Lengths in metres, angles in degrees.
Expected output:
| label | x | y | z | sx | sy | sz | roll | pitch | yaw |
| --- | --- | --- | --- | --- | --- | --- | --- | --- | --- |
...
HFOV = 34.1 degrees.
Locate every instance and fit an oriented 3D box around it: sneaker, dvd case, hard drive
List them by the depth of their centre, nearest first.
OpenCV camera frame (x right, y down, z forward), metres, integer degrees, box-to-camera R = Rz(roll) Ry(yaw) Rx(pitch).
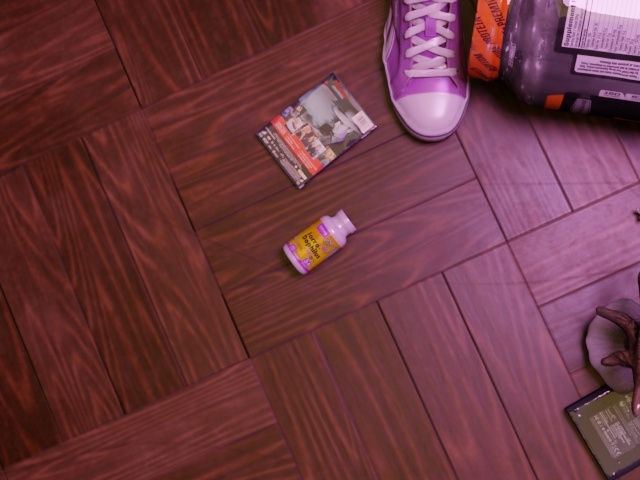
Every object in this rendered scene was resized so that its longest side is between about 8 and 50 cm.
| label | x | y | z | sx | sy | sz | roll | pitch | yaw |
| --- | --- | --- | --- | --- | --- | --- | --- | --- | --- |
| sneaker | 0.116 | -0.258 | 1.168 | 0.102 | 0.161 | 0.282 | -3 | 86 | 5 |
| hard drive | 0.358 | 0.196 | 1.170 | 0.135 | 0.022 | 0.094 | -30 | 83 | 4 |
| dvd case | -0.005 | -0.131 | 1.246 | 0.119 | 0.013 | 0.087 | -39 | 82 | 4 |

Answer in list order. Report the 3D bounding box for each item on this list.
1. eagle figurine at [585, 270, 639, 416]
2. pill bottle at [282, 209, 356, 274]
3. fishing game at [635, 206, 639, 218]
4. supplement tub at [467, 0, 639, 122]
| label | x | y | z | sx | sy | sz | roll | pitch | yaw |
| --- | --- | --- | --- | --- | --- | --- | --- | --- | --- |
| eagle figurine | 0.448 | 0.130 | 1.079 | 0.298 | 0.226 | 0.225 | 9 | 44 | -20 |
| pill bottle | 0.000 | 0.000 | 1.220 | 0.083 | 0.043 | 0.043 | -37 | 82 | 3 |
| fishing game | 0.508 | -0.036 | 1.161 | 0.264 | 0.041 | 0.189 | 32 | 90 | 6 |
| supplement tub | 0.337 | -0.230 | 1.113 | 0.338 | 0.207 | 0.207 | 10 | 87 | 8 |
